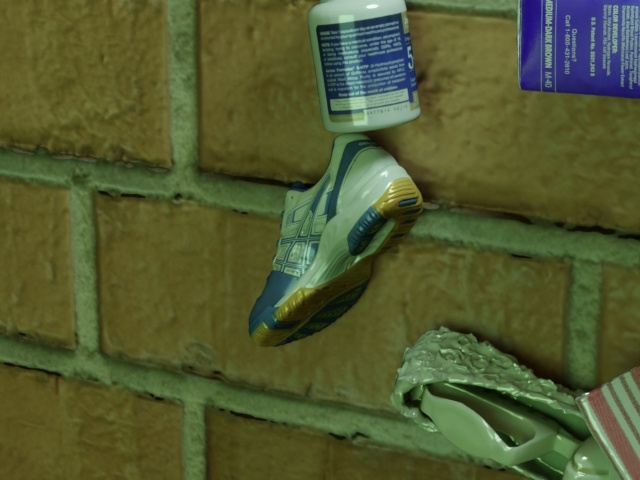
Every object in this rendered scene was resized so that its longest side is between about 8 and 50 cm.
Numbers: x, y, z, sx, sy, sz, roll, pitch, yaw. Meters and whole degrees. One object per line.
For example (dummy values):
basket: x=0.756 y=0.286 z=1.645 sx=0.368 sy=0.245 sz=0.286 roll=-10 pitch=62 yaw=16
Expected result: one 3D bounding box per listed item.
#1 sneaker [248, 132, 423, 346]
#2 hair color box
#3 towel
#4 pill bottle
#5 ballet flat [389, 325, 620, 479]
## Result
sneaker: x=0.000 y=0.000 z=1.869 sx=0.296 sy=0.112 sz=0.131 roll=-49 pitch=61 yaw=29
hair color box: x=0.380 y=-0.195 z=1.535 sx=0.339 sy=0.185 sz=0.110 roll=6 pitch=108 yaw=28
towel: x=0.384 y=0.181 z=1.678 sx=0.197 sy=0.029 sz=0.144 roll=-29 pitch=89 yaw=-1
pill bottle: x=0.044 y=-0.219 z=1.760 sx=0.112 sy=0.112 sz=0.186 roll=-2 pitch=104 yaw=30
ballet flat: x=0.254 y=0.231 z=1.761 sx=0.409 sy=0.147 sz=0.147 roll=23 pitch=114 yaw=21
